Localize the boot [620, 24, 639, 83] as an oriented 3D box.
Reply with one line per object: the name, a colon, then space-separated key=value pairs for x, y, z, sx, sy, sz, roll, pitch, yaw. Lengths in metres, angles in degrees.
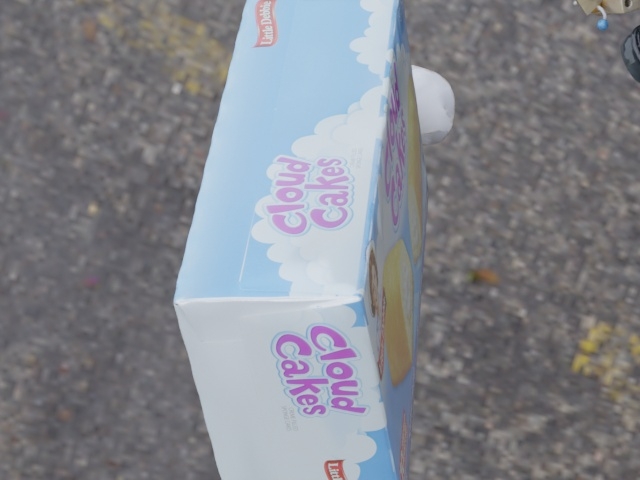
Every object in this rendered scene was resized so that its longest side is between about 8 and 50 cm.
boot: x=0.459 y=-0.239 z=1.882 sx=0.207 sy=0.246 sz=0.094 roll=-36 pitch=68 yaw=48

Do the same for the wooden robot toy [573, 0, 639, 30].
wooden robot toy: x=0.314 y=-0.270 z=1.925 sx=0.079 sy=0.173 sz=0.076 roll=1 pitch=107 yaw=59

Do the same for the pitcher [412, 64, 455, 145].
pitcher: x=-0.005 y=-0.094 z=1.544 sx=0.178 sy=0.207 sz=0.125 roll=23 pitch=128 yaw=18

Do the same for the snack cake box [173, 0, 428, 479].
snack cake box: x=0.000 y=0.000 z=0.925 sx=0.089 sy=0.152 sz=0.264 roll=-2 pitch=40 yaw=9
